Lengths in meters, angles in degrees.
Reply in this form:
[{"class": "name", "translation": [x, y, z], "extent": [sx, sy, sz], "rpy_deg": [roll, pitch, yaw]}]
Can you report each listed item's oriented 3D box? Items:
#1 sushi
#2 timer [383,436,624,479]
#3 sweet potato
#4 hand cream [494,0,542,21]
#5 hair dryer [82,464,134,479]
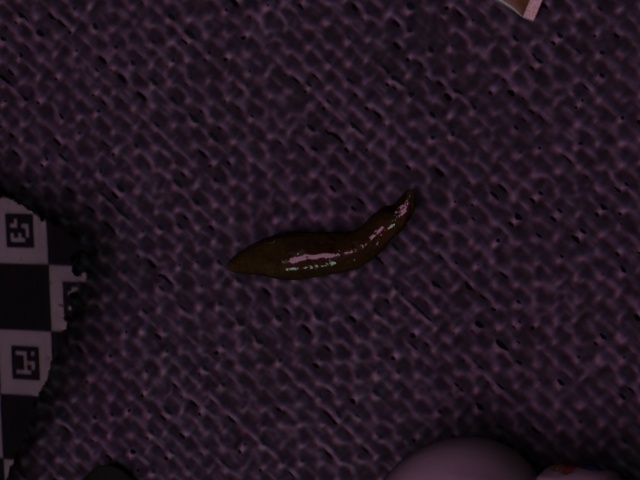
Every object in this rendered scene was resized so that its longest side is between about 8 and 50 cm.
[{"class": "sushi", "translation": [-0.301, 0.071, 1.486], "extent": [0.264, 0.050, 0.290], "rpy_deg": [29, 109, 24]}, {"class": "timer", "translation": [0.209, 0.220, 1.287], "extent": [0.383, 0.270, 0.270], "rpy_deg": [7, 102, 29]}, {"class": "sweet potato", "translation": [0.004, 0.005, 1.394], "extent": [0.153, 0.038, 0.041], "rpy_deg": [-18, 117, 16]}, {"class": "hand cream", "translation": [0.083, -0.220, 1.332], "extent": [0.174, 0.047, 0.076], "rpy_deg": [23, 104, 2]}, {"class": "hair dryer", "translation": [-0.171, 0.252, 1.481], "extent": [0.047, 0.071, 0.150], "rpy_deg": [10, 119, 18]}]
